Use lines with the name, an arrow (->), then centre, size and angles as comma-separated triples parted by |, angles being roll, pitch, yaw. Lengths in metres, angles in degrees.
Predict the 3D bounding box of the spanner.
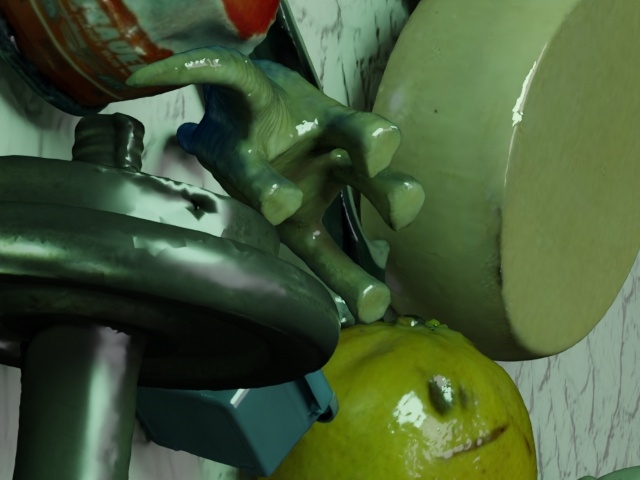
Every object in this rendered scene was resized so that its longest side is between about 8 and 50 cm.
spanner -> 0.000, 0.000, 1.016 | 0.095, 0.040, 0.325 | -59, 136, -49

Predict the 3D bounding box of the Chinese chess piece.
Chinese chess piece -> 0.130, -0.053, 1.143 | 0.273, 0.102, 0.273 | -28, 125, -50

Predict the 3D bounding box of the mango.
mango -> 0.048, 0.157, 0.997 | 0.167, 0.130, 0.262 | -51, 141, -24

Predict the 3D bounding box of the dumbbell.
dumbbell -> -0.093, 0.091, 0.667 | 0.192, 0.192, 0.290 | 33, 58, -58

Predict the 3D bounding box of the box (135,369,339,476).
box -> -0.050, 0.070, 0.858 | 0.054, 0.099, 0.074 | -52, 135, -32

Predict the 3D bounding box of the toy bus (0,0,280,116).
toy bus -> -0.064, -0.184, 0.820 | 0.121, 0.120, 0.265 | 53, 42, -45

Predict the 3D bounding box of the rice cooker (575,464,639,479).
rice cooker -> 0.225, 0.286, 1.249 | 0.244, 0.226, 0.226 | -43, 125, -58

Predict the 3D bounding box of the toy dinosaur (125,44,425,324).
toy dinosaur -> -0.049, -0.055, 0.787 | 0.075, 0.188, 0.247 | -55, 146, -2
